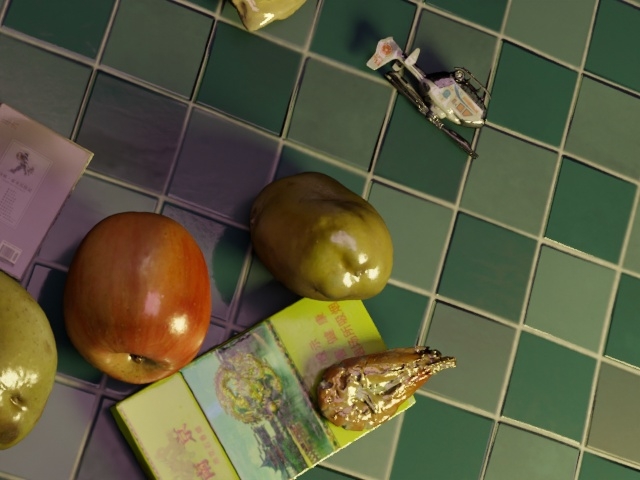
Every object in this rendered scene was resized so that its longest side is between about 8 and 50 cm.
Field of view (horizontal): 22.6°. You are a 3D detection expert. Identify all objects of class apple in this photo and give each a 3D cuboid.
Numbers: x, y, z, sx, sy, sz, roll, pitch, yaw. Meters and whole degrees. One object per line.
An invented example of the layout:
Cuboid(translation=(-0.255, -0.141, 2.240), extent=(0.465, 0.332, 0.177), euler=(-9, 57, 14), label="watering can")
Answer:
Cuboid(translation=(-0.210, 0.061, 1.833), extent=(0.199, 0.199, 0.199), euler=(4, 78, -19), label="apple")

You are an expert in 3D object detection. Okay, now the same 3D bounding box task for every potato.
Cuboid(translation=(0.001, -0.004, 1.923), extent=(0.154, 0.200, 0.137), euler=(-21, 124, -12), label="potato")
Cuboid(translation=(-0.447, 0.094, 1.718), extent=(0.351, 0.218, 0.202), euler=(42, 43, -6), label="potato")

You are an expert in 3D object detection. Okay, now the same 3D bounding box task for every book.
Cuboid(translation=(-0.363, -0.059, 1.886), extent=(0.127, 0.014, 0.181), euler=(30, 71, -12), label="book")

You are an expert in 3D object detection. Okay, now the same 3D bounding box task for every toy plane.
Cuboid(translation=(0.151, -0.197, 2.082), extent=(0.197, 0.053, 0.078), euler=(40, 78, -13), label="toy plane")

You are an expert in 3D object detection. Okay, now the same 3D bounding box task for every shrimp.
Cuboid(translation=(0.080, 0.171, 1.943), extent=(0.184, 0.043, 0.091), euler=(-22, 95, -16), label="shrimp")

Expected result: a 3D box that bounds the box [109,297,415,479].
Cuboid(translation=(-0.065, 0.198, 1.927), extent=(0.335, 0.047, 0.187), euler=(-29, 91, -22), label="box")

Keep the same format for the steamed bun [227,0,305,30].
Cuboid(translation=(-0.066, -0.497, 1.996), extent=(0.247, 0.189, 0.428), euler=(-19, 86, -30), label="steamed bun")
